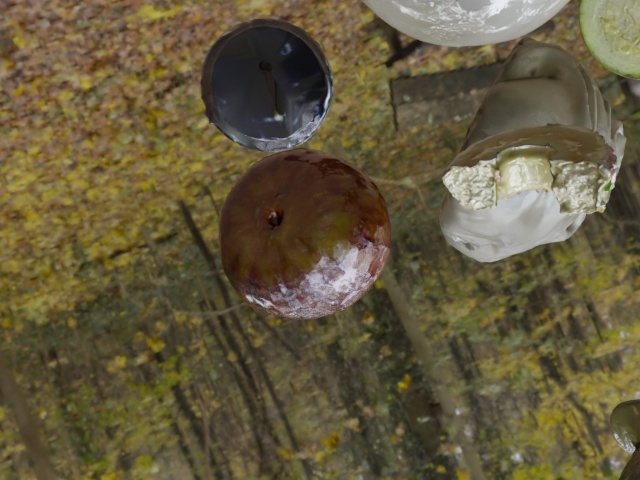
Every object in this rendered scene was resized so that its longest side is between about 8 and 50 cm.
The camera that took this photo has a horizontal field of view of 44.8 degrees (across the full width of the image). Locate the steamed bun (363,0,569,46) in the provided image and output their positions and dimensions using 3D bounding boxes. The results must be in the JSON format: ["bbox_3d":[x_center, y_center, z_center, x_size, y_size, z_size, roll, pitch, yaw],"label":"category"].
[{"bbox_3d":[0.155,-0.372,0.877,0.324,0.324,0.206,-20,173,-15],"label":"steamed bun"}]

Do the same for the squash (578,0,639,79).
[{"bbox_3d":[0.670,-0.464,1.675,0.049,0.252,0.252,-35,180,-16],"label":"squash"}]

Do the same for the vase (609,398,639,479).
[{"bbox_3d":[0.567,0.341,1.130,0.241,0.302,0.329,16,135,-2],"label":"vase"}]

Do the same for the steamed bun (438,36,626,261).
[{"bbox_3d":[0.319,-0.109,1.154,0.324,0.219,0.310,92,24,-58],"label":"steamed bun"}]

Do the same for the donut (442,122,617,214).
[{"bbox_3d":[0.214,-0.069,0.772,0.166,0.065,0.108,2,-151,32],"label":"donut"}]

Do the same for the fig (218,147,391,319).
[{"bbox_3d":[-0.017,0.007,0.703,0.149,0.148,0.202,1,148,-6],"label":"fig"}]

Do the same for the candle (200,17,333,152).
[{"bbox_3d":[-0.087,-0.272,1.380,0.221,0.221,0.342,-22,-170,3],"label":"candle"}]
